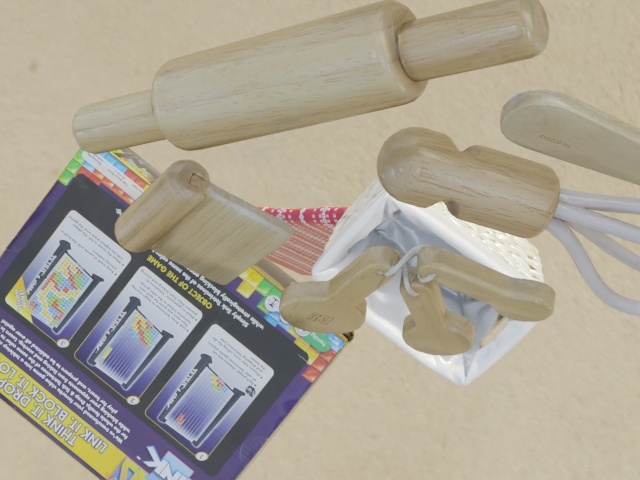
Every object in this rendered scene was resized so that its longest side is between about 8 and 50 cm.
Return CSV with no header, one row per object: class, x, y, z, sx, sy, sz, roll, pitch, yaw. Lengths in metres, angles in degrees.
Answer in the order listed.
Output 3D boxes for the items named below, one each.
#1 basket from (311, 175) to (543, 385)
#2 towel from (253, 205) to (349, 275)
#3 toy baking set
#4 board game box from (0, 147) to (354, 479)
basket,0.093,0.018,0.947,0.167,0.103,0.113,36,120,-11
towel,0.000,0.000,1.181,0.275,0.199,0.031,3,73,49
toy baking set,0.048,-0.015,0.386,0.256,0.197,0.030,-12,58,35
board game box,-0.091,0.051,0.604,0.170,0.048,0.141,39,99,3
